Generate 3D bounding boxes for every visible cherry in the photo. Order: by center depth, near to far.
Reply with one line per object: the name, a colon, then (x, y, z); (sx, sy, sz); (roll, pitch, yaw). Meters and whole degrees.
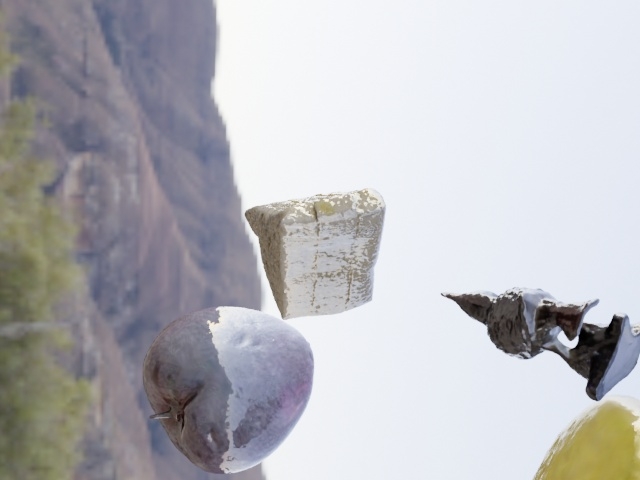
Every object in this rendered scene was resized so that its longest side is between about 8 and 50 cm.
cherry: (-0.096, 0.145, 1.355); (0.140, 0.176, 0.176); (120, -30, -58)

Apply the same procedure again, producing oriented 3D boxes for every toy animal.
toy animal: (0.150, 0.055, 0.941); (0.070, 0.105, 0.202); (-61, -152, -6)

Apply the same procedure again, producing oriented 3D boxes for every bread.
bread: (-0.005, -0.021, 0.934); (0.152, 0.077, 0.105); (97, -21, -60)

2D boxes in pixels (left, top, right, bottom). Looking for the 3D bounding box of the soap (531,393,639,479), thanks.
soap: (0.198, 0.334, 1.088); (0.306, 0.115, 0.427); (97, 10, -73)
